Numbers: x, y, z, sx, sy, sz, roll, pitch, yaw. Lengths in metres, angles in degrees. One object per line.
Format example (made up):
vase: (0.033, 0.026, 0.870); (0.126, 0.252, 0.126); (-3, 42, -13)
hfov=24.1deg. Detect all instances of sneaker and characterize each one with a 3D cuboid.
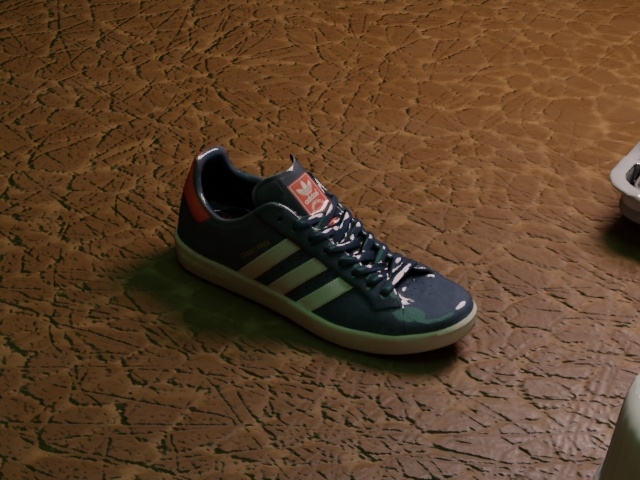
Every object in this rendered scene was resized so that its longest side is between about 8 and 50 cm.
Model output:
sneaker: (0.000, 0.000, 1.549); (0.350, 0.148, 0.131); (18, 34, 21)

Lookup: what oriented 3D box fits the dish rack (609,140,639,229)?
dish rack: (0.517, -0.061, 1.791); (0.285, 0.072, 0.333); (19, 34, 23)

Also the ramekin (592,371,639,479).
ramekin: (0.374, 0.204, 1.279); (0.277, 0.135, 0.277); (4, 31, -2)
